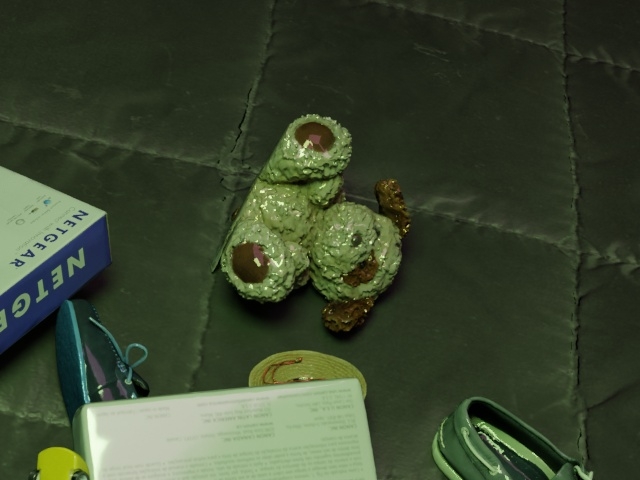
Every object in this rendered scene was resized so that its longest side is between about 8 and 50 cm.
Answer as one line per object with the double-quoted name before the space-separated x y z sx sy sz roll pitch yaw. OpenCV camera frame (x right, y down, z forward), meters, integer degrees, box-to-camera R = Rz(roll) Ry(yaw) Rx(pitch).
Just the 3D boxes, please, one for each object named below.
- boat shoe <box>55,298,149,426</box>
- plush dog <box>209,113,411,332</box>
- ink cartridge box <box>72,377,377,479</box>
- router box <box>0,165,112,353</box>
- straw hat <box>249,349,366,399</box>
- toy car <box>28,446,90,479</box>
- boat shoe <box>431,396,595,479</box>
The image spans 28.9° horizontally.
"boat shoe" -0.238 0.186 1.423 0.089 0.109 0.258 -6 65 -29
"plush dog" 0.000 0.000 1.635 0.225 0.210 0.262 28 72 -9
"ink cartridge box" -0.083 0.347 1.292 0.308 0.091 0.385 -3 74 -19
"router box" -0.466 0.031 1.454 0.301 0.082 0.335 22 43 24
"straw hat" -0.016 0.196 1.490 0.144 0.061 0.144 1 32 -1
"toy car" -0.234 0.346 1.184 0.225 0.239 0.053 34 6 29
"boat shoe" 0.270 0.301 1.445 0.319 0.099 0.116 38 48 20
